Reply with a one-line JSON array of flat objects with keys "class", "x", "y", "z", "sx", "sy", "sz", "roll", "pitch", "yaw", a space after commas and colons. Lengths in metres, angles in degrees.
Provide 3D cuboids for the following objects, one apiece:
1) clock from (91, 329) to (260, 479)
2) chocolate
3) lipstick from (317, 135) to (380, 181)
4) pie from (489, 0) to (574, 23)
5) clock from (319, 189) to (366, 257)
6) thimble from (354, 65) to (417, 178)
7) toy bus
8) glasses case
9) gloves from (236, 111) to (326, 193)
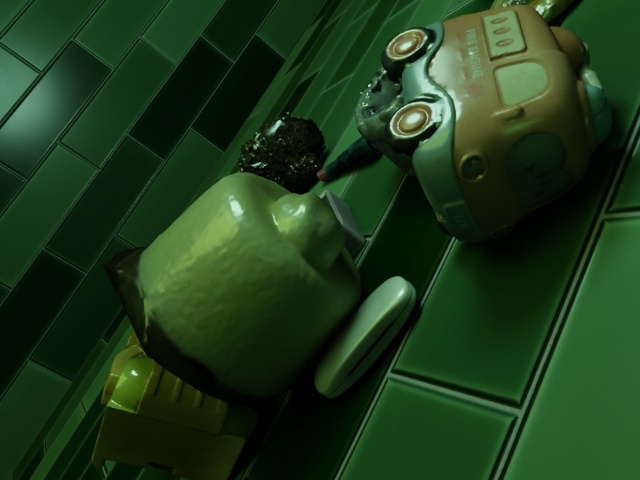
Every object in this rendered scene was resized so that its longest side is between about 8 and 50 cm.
[{"class": "clock", "x": -0.234, "y": 0.240, "z": 0.967, "sx": 0.317, "sy": 0.244, "sz": 0.200, "roll": -107, "pitch": 41, "yaw": -69}, {"class": "chocolate", "x": -0.096, "y": 0.042, "z": 0.854, "sx": 0.297, "sy": 0.314, "sz": 0.326, "roll": -53, "pitch": 49, "yaw": 8}, {"class": "lipstick", "x": 0.057, "y": -0.183, "z": 1.257, "sx": 0.234, "sy": 0.053, "sz": 0.053, "roll": -21, "pitch": 38, "yaw": 58}, {"class": "pie", "x": 0.363, "y": -0.405, "z": 0.954, "sx": 0.218, "sy": 0.052, "sz": 0.185, "roll": -34, "pitch": 33, "yaw": 46}, {"class": "clock", "x": 0.000, "y": 0.000, "z": 1.074, "sx": 0.150, "sy": 0.063, "sz": 0.197, "roll": -48, "pitch": 22, "yaw": 13}, {"class": "thimble", "x": 0.173, "y": -0.229, "z": 0.931, "sx": 0.217, "sy": 0.157, "sz": 0.245, "roll": -50, "pitch": 21, "yaw": 8}, {"class": "toy bus", "x": 0.212, "y": -0.150, "z": 0.671, "sx": 0.232, "sy": 0.194, "sz": 0.288, "roll": -16, "pitch": 49, "yaw": 21}, {"class": "glasses case", "x": 0.059, "y": 0.131, "z": 0.762, "sx": 0.193, "sy": 0.049, "sz": 0.074, "roll": -53, "pitch": 17, "yaw": 7}, {"class": "gloves", "x": -0.112, "y": -0.186, "z": 1.441, "sx": 0.312, "sy": 0.210, "sz": 0.135, "roll": -59, "pitch": 5, "yaw": 7}]
